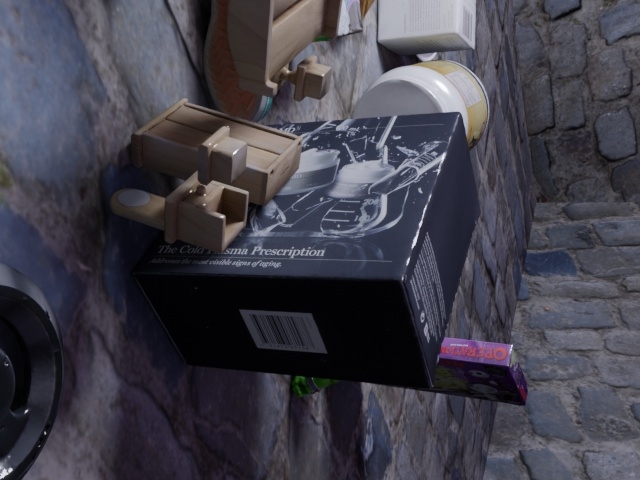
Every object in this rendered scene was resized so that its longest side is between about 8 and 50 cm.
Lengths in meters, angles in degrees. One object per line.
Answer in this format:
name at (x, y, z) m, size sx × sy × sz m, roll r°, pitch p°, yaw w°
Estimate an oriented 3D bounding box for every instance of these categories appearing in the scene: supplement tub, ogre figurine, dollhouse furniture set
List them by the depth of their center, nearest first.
dollhouse furniture set at (-0.108, -0.222, 0.787) m, size 0.303 × 0.174 × 0.355 m, roll -56°, pitch 159°, yaw -51°
ogre figurine at (0.012, 0.166, 1.259) m, size 0.097 × 0.118 × 0.197 m, roll 53°, pitch 45°, yaw -53°
supplement tub at (0.208, -0.250, 1.540) m, size 0.316 × 0.228 × 0.228 m, roll -34°, pitch 122°, yaw -60°

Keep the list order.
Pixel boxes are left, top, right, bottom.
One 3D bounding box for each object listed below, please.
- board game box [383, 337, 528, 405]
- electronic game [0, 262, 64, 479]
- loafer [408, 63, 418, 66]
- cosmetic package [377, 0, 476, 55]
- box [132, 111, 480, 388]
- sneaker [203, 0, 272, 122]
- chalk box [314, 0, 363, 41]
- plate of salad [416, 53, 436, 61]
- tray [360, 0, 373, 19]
board game box at (0.197, 0.233, 1.392) m, size 0.208 × 0.347 × 0.056 m, roll 58°, pitch 43°, yaw -49°
electronic game at (-0.307, 0.130, 0.642) m, size 0.229 × 0.048 × 0.229 m, roll 3°, pitch 90°, yaw -67°
loafer at (0.256, -0.321, 1.818) m, size 0.078 × 0.080 × 0.219 m, roll -31°, pitch 119°, yaw -61°
cosmetic package at (0.235, -0.502, 1.641) m, size 0.151 × 0.184 × 0.151 m, roll -1°, pitch 92°, yaw -65°
box at (0.000, 0.000, 0.958) m, size 0.312 × 0.343 × 0.178 m, roll -64°, pitch 145°, yaw -43°
sneaker at (-0.090, -0.308, 1.029) m, size 0.121 × 0.108 × 0.302 m, roll -9°, pitch 98°, yaw -61°
chalk box at (-0.028, -0.414, 1.137) m, size 0.132 × 0.132 × 0.213 m, roll -39°, pitch 125°, yaw -58°
plate of salad at (0.249, -0.541, 1.837) m, size 0.200 × 0.048 × 0.199 m, roll -7°, pitch 99°, yaw -55°
tray at (0.098, -0.613, 1.289) m, size 0.410 × 0.076 × 0.202 m, roll 100°, pitch 11°, yaw -46°
